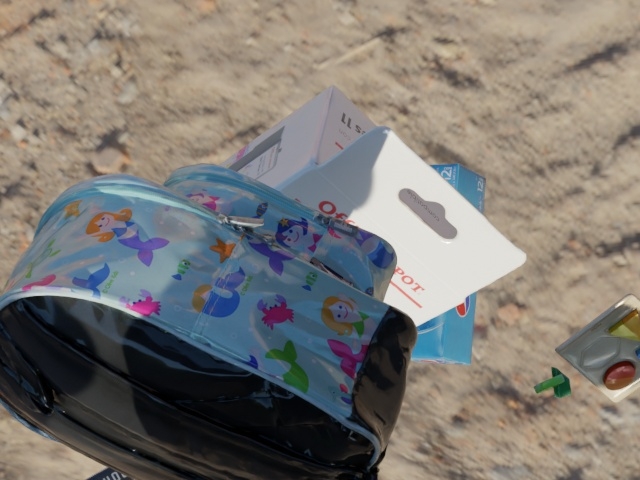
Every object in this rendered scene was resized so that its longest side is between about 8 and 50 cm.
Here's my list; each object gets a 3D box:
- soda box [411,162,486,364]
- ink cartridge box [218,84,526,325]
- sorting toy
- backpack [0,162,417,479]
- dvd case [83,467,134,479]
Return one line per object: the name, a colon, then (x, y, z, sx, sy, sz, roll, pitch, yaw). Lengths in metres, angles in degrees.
soda box: (0.128, 0.026, 1.296, 0.067, 0.071, 0.210, -1, 78, 33)
ink cartridge box: (0.000, 0.000, 1.124, 0.353, 0.207, 0.119, -31, 31, 35)
sorting toy: (0.167, 0.073, 0.701, 0.083, 0.062, 0.012, -42, 25, 22)
backpack: (-0.082, 0.067, 0.773, 0.253, 0.225, 0.191, 20, 54, -6)
dvd case: (-0.159, 0.240, 1.185, 0.238, 0.179, 0.030, -28, 67, -21)
